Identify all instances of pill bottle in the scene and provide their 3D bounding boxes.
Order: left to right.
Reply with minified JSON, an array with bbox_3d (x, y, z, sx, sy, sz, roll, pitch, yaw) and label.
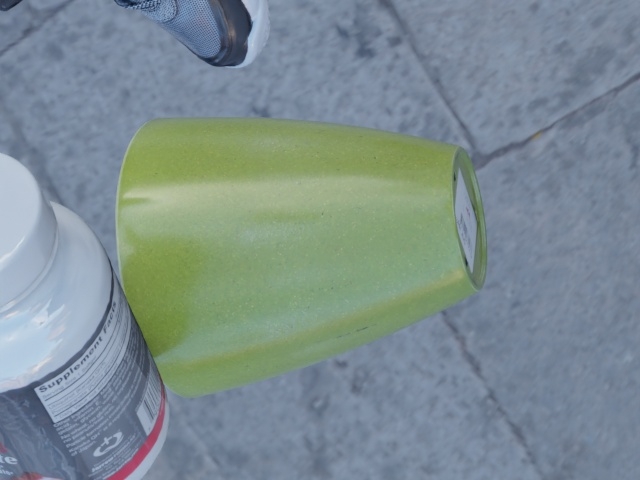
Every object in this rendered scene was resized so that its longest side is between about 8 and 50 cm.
[{"bbox_3d":[-0.239,0.076,1.153,0.176,0.176,0.318,17,148,21],"label":"pill bottle"}]

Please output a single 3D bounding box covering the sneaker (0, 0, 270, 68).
[{"bbox_3d":[-0.147,-0.163,0.839,0.101,0.153,0.268,5,146,46],"label":"sneaker"}]

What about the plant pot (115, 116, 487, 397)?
[{"bbox_3d":[0.000,0.000,1.358,0.294,0.275,0.274,-7,106,18],"label":"plant pot"}]
